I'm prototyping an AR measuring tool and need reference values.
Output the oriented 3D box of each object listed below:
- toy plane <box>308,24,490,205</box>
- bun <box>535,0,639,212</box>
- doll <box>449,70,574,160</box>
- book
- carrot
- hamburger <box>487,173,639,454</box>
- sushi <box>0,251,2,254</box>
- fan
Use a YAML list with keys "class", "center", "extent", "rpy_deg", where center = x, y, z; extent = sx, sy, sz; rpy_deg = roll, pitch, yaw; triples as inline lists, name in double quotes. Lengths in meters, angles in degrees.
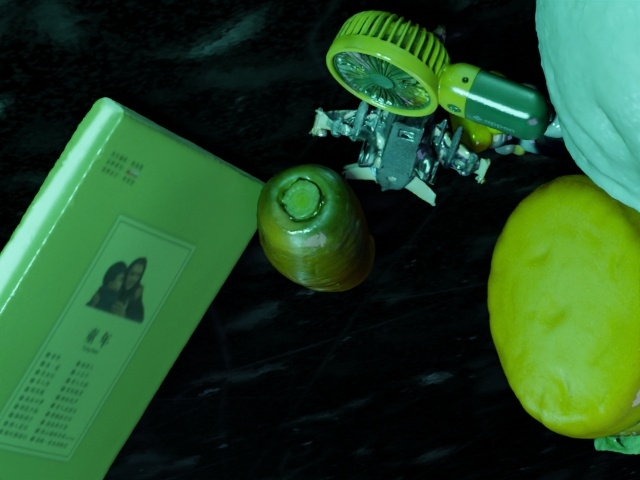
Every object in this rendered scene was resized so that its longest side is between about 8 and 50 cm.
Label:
- class: "toy plane"
  center: [0.064, -0.085, 1.338]
  extent: [0.135, 0.062, 0.188]
  rpy_deg: [17, 155, -1]
- class: "bun"
  center: [0.305, -0.099, 1.177]
  extent: [0.362, 0.211, 0.362]
  rpy_deg: [9, 158, 4]
- class: "doll"
  center: [0.254, -0.082, 1.423]
  extent: [0.316, 0.103, 0.145]
  rpy_deg: [3, 140, -21]
- class: "book"
  center: [-0.180, 0.082, 1.362]
  extent: [0.352, 0.035, 0.239]
  rpy_deg: [-59, 150, 2]
- class: "carrot"
  center: [0.000, 0.000, 1.453]
  extent: [0.087, 0.087, 0.193]
  rpy_deg: [-17, 162, 4]
- class: "hamburger"
  center: [0.266, 0.056, 1.591]
  extent: [0.170, 0.246, 0.246]
  rpy_deg: [-2, 154, -32]
- class: "sushi"
  center: [-0.243, 0.082, 1.434]
  extent: [0.287, 0.149, 0.140]
  rpy_deg: [-14, 156, -4]
- class: "fan"
  center: [0.081, -0.106, 1.241]
  extent: [0.155, 0.039, 0.082]
  rpy_deg: [22, 161, 12]
